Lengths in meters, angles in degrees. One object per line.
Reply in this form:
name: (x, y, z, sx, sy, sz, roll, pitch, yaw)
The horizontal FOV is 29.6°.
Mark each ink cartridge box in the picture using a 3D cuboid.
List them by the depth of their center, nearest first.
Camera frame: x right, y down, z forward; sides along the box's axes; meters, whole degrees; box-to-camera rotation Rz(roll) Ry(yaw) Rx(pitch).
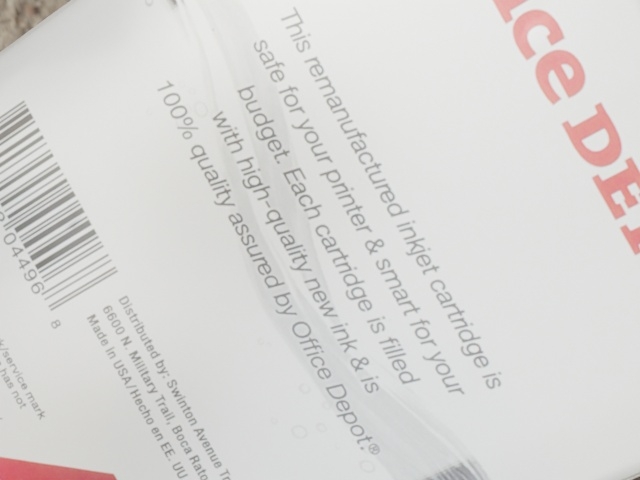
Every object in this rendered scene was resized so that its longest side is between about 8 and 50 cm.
ink cartridge box: (0.000, 0.000, 0.395, 0.273, 0.114, 0.197, -29, 91, 23)
